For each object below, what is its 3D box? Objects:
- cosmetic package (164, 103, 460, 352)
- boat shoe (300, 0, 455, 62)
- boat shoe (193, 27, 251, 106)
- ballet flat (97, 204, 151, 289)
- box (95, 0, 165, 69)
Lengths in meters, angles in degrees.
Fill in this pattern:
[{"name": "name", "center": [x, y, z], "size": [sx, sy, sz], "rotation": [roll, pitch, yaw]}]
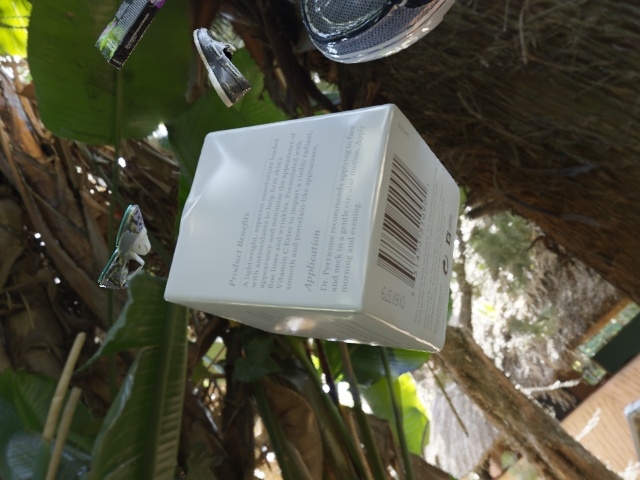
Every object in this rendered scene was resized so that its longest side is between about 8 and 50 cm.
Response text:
[{"name": "cosmetic package", "center": [0.000, 0.000, 0.441], "size": [0.151, 0.184, 0.151], "rotation": [32, -116, -52]}, {"name": "boat shoe", "center": [0.043, -0.210, 0.302], "size": [0.158, 0.127, 0.340], "rotation": [-21, -3, -34]}, {"name": "boat shoe", "center": [-0.190, -0.350, 1.030], "size": [0.065, 0.206, 0.075], "rotation": [-29, -28, 7]}, {"name": "ballet flat", "center": [-0.212, 0.011, 0.587], "size": [0.041, 0.041, 0.114], "rotation": [-5, -45, -51]}, {"name": "box", "center": [-0.360, -0.412, 0.993], "size": [0.162, 0.116, 0.029], "rotation": [-51, -43, 9]}]
